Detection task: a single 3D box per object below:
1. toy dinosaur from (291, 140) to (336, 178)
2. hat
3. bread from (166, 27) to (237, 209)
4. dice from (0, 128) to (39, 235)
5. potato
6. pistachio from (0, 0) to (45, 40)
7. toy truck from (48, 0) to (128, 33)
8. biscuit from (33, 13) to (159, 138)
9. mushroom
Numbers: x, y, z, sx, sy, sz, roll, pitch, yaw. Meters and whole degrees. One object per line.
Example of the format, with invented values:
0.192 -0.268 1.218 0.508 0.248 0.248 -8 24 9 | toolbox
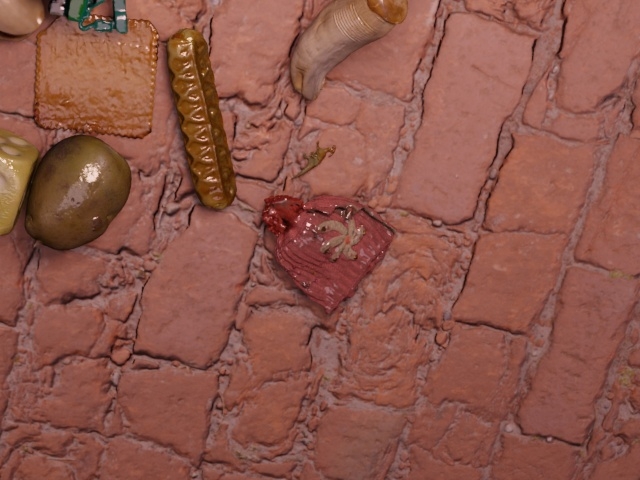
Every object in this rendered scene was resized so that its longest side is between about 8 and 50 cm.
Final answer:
-0.018 -0.167 1.877 0.113 0.026 0.041 -35 128 -2 | toy dinosaur
0.000 0.000 1.900 0.286 0.107 0.236 37 92 -22 | hat
-0.233 -0.232 1.805 0.077 0.084 0.367 7 118 34 | bread
-0.644 -0.120 1.754 0.170 0.169 0.166 20 106 -13 | dice
-0.483 -0.083 1.795 0.174 0.159 0.251 35 90 8 | potato
-0.597 -0.455 1.652 0.144 0.144 0.215 -37 108 8 | pistachio
-0.414 -0.554 1.626 0.178 0.176 0.363 4 111 -17 | toy truck
-0.436 -0.321 1.785 0.232 0.013 0.236 5 109 -8 | biscuit
0.039 -0.378 1.684 0.095 0.351 0.122 -17 80 -33 | mushroom
